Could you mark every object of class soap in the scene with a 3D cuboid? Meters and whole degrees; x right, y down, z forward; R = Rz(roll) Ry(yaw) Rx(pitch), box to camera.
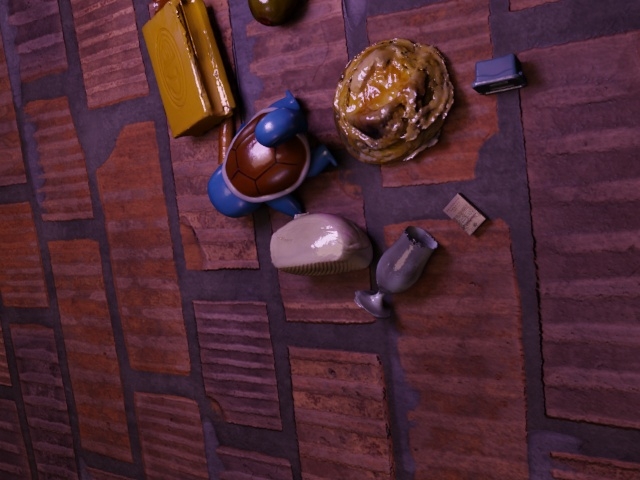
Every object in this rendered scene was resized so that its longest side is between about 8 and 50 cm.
[{"bbox_3d":[-0.350,-0.450,1.554,0.204,0.096,0.324,-18,88,47],"label":"soap"}]

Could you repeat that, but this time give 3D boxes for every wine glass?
[{"bbox_3d":[0.173,0.072,1.365,0.103,0.103,0.222,41,117,18],"label":"wine glass"}]

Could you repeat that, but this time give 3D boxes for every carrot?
[{"bbox_3d":[-0.252,-0.272,1.589,0.048,0.048,0.139,8,101,30],"label":"carrot"}]

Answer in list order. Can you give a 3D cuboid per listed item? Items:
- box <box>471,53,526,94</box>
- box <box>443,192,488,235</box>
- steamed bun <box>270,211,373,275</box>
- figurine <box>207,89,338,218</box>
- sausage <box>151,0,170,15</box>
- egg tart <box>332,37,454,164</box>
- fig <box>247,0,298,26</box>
[{"bbox_3d":[0.357,-0.333,1.189,0.099,0.074,0.054,-5,87,32],"label":"box"},{"bbox_3d":[0.316,-0.058,1.295,0.083,0.024,0.053,46,119,18],"label":"box"},{"bbox_3d":[0.000,0.000,1.425,0.238,0.170,0.153,-12,74,33],"label":"steamed bun"},{"bbox_3d":[-0.112,-0.197,1.441,0.298,0.243,0.416,52,142,2],"label":"figurine"},{"bbox_3d":[-0.325,-0.669,1.522,0.302,0.076,0.103,-14,54,34],"label":"sausage"},{"bbox_3d":[0.146,-0.305,1.295,0.297,0.132,0.297,3,96,28],"label":"egg tart"},{"bbox_3d":[-0.102,-0.625,1.407,0.124,0.124,0.236,3,78,31],"label":"fig"}]
